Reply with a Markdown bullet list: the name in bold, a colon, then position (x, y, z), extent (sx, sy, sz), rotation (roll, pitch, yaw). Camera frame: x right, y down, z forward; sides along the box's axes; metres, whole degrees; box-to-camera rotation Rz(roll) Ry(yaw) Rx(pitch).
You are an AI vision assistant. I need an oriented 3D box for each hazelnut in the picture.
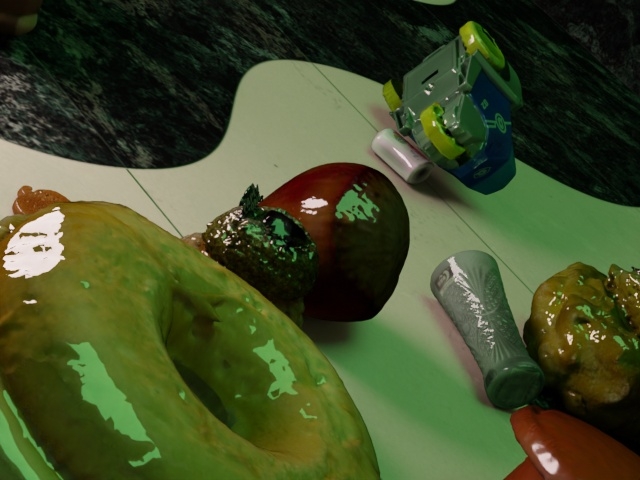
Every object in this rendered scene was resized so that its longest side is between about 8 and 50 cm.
- **hazelnut**: position (0.000, 0.000, 1.809), extent (0.208, 0.208, 0.208), rotation (28, 24, -14)

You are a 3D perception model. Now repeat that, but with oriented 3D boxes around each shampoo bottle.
- **shampoo bottle**: position (0.122, -0.133, 2.368), extent (0.099, 0.043, 0.072), rotation (44, 21, 20)

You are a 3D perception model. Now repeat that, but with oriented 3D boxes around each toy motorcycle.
- **toy motorcycle**: position (0.223, -0.183, 2.419), extent (0.200, 0.191, 0.326), rotation (47, 23, -21)

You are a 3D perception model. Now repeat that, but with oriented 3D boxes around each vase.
- **vase**: position (0.217, 0.116, 1.971), extent (0.096, 0.096, 0.219), rotation (20, 30, -30)

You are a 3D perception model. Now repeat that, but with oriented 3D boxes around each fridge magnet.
- **fridge magnet**: position (0.313, 0.315, 1.559), extent (0.363, 0.155, 0.363), rotation (46, 7, -7)

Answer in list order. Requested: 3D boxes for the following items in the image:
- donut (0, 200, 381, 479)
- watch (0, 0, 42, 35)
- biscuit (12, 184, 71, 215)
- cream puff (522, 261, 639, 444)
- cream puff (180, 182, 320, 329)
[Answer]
- **donut**: position (-0.128, 0.160, 1.230), extent (0.449, 0.198, 0.449), rotation (42, 20, -19)
- **watch**: position (-0.477, -0.460, 1.968), extent (0.326, 0.314, 0.335), rotation (17, 38, -10)
- **biscuit**: position (-0.298, -0.031, 1.662), extent (0.078, 0.015, 0.091), rotation (40, 24, 15)
- **cream puff**: position (0.408, 0.135, 2.068), extent (0.281, 0.185, 0.282), rotation (26, 28, -15)
- **cream puff**: position (-0.083, 0.031, 1.636), extent (0.183, 0.169, 0.183), rotation (28, 26, -15)
